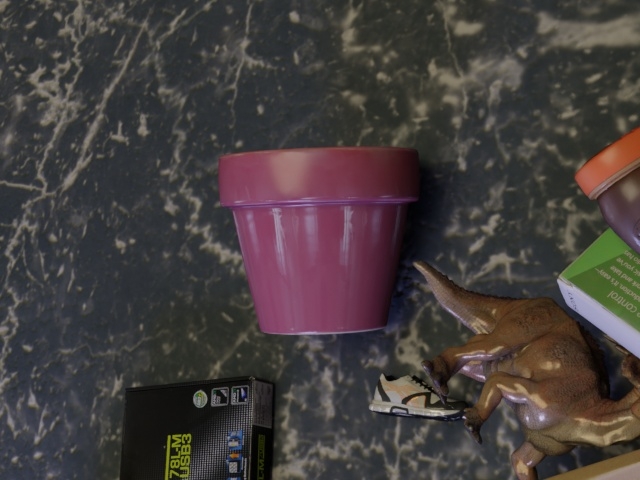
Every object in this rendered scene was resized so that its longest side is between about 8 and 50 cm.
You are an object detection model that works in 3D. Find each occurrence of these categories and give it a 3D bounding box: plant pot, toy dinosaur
[{"bbox_3d":[0.000,0.000,1.312,0.201,0.201,0.180,-1,91,34],"label":"plant pot"},{"bbox_3d":[0.209,0.111,1.152,0.200,0.127,0.295,-34,52,-2],"label":"toy dinosaur"}]

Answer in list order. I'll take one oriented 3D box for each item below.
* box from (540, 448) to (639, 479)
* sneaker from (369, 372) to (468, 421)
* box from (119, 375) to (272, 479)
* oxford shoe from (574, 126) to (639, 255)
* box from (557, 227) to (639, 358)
[{"bbox_3d":[0.249,0.242,1.085,0.201,0.164,0.021,-24,34,27],"label":"box"},{"bbox_3d":[0.096,0.153,1.283,0.109,0.040,0.043,3,76,34],"label":"sneaker"},{"bbox_3d":[-0.138,0.248,1.411,0.184,0.045,0.190,-7,72,31],"label":"box"},{"bbox_3d":[0.341,-0.079,1.045,0.271,0.097,0.098,-30,78,-3],"label":"oxford shoe"},{"bbox_3d":[0.386,-0.004,1.051,0.322,0.058,0.232,-41,51,-11],"label":"box"}]
